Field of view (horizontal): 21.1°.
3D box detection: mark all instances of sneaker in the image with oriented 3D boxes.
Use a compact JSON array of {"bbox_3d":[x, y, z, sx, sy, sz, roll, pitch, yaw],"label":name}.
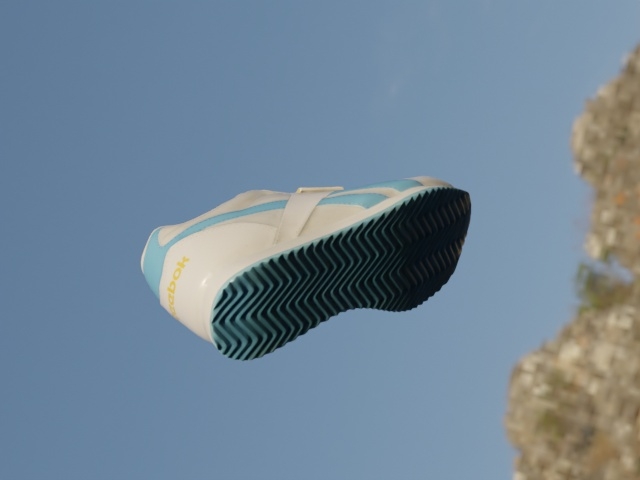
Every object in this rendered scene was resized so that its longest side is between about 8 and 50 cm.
[{"bbox_3d":[0.000,0.000,1.037,0.229,0.092,0.087,-14,-57,-41],"label":"sneaker"}]
